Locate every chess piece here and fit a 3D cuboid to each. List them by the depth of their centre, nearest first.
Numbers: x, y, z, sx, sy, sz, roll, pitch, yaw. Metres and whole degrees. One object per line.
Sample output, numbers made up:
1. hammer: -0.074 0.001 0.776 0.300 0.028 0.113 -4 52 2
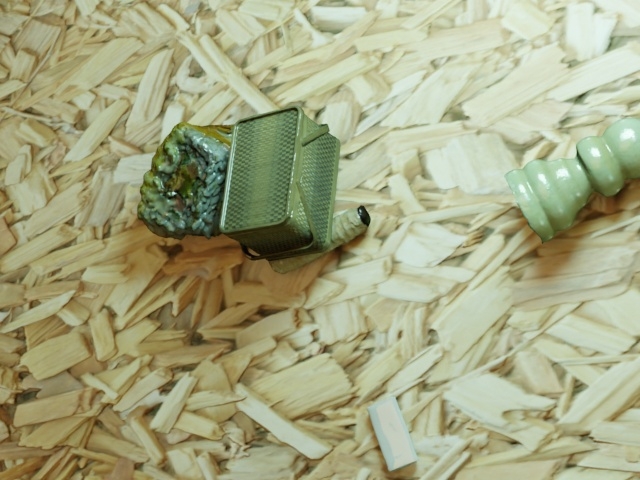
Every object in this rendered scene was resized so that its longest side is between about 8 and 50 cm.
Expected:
1. chess piece: 0.438 -0.111 1.715 0.243 0.133 0.133 -30 68 14

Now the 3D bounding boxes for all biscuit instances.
1. biscuit: 0.000 0.000 1.965 0.219 0.061 0.055 -28 97 20

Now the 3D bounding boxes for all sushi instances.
1. sushi: -0.244 -0.126 2.070 0.184 0.139 0.274 29 102 27

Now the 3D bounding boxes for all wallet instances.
1. wallet: 0.127 0.342 1.854 0.061 0.025 0.122 -29 69 24

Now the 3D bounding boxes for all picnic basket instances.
1. picnic basket: -0.073 -0.101 1.937 0.165 0.139 0.267 -9 63 33
